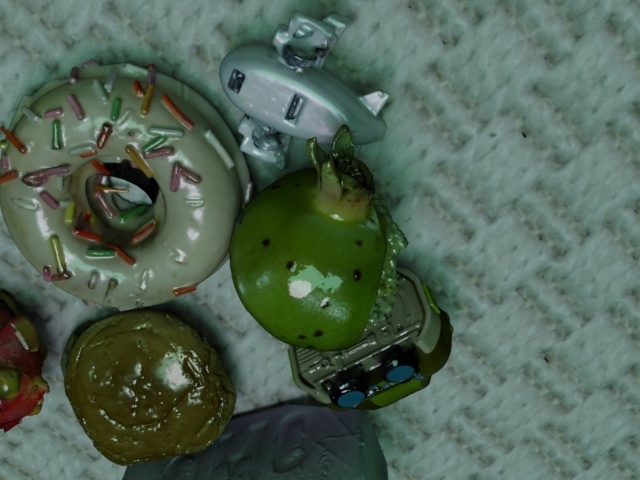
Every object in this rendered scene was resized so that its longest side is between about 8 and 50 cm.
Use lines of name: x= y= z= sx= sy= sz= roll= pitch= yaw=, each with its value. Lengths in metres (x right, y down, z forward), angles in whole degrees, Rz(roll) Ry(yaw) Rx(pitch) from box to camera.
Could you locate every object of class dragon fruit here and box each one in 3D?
dragon fruit: x=-0.578 y=0.192 z=1.184 sx=0.307 sy=0.243 sz=0.227 roll=-5 pitch=154 yaw=0

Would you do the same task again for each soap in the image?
soap: x=-0.115 y=0.418 z=1.259 sx=0.446 sy=0.261 sz=0.156 roll=-17 pitch=114 yaw=12

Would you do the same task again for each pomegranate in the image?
pomegranate: x=0.000 y=0.000 z=1.045 sx=0.260 sy=0.260 sz=0.341 roll=6 pitch=131 yaw=-1

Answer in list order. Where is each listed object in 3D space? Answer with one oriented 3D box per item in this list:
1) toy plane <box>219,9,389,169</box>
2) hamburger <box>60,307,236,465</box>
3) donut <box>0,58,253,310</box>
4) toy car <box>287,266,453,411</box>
toy plane: x=-0.021 y=-0.198 z=1.050 sx=0.244 sy=0.117 sz=0.245 roll=5 pitch=124 yaw=7
hamburger: x=-0.287 y=0.244 z=1.254 sx=0.284 sy=0.134 sz=0.266 roll=-19 pitch=115 yaw=8
donut: x=-0.286 y=-0.066 z=1.103 sx=0.382 sy=0.142 sz=0.383 roll=0 pitch=115 yaw=0
toy car: x=0.095 y=0.175 z=1.203 sx=0.247 sy=0.204 sz=0.198 roll=-30 pitch=135 yaw=15
